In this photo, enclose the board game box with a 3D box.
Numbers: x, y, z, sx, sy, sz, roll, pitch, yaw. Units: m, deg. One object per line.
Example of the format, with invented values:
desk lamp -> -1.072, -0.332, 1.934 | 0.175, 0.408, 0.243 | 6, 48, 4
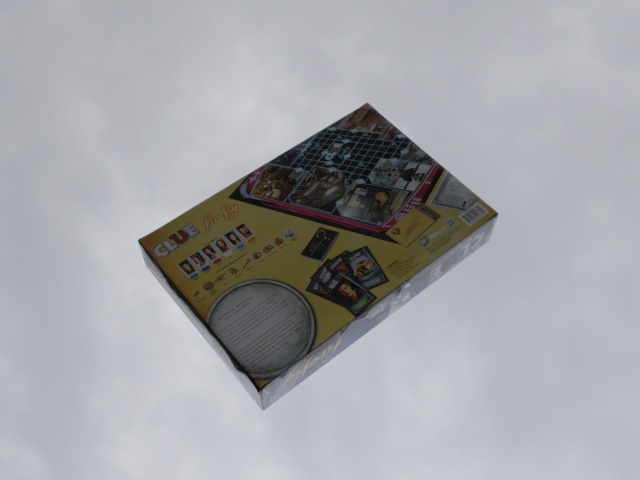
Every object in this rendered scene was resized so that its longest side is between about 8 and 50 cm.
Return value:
board game box -> 0.000, 0.000, 0.612 | 0.243, 0.042, 0.165 | -33, -118, -21
